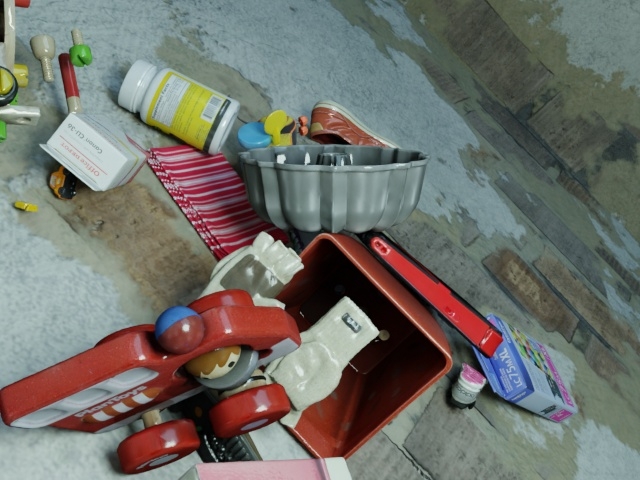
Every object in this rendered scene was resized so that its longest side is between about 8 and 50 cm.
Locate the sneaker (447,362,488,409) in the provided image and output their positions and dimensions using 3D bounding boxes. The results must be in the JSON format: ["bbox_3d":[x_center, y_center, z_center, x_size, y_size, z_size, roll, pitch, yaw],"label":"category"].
[{"bbox_3d":[0.289,0.295,1.428,0.063,0.074,0.170,32,7,15],"label":"sneaker"}]

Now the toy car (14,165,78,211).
[{"bbox_3d":[-0.422,-0.086,1.103,0.041,0.060,0.122,16,20,17],"label":"toy car"}]

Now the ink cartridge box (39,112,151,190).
[{"bbox_3d":[-0.358,-0.145,1.157,0.115,0.067,0.198,39,8,-7],"label":"ink cartridge box"}]

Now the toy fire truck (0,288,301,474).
[{"bbox_3d":[-0.179,0.154,0.842,0.254,0.302,0.169,55,12,-70],"label":"toy fire truck"}]

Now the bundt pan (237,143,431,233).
[{"bbox_3d":[0.023,-0.090,1.240,0.331,0.124,0.331,0,14,0],"label":"bundt pan"}]

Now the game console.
[{"bbox_3d":[0.172,0.063,1.400,0.342,0.060,0.386,38,4,-16],"label":"game console"}]

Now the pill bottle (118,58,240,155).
[{"bbox_3d":[-0.272,-0.259,1.382,0.209,0.119,0.119,26,34,-4],"label":"pill bottle"}]

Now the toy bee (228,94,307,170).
[{"bbox_3d":[-0.092,-0.206,1.460,0.162,0.195,0.298,-14,70,-12],"label":"toy bee"}]

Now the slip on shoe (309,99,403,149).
[{"bbox_3d":[0.104,-0.220,1.791,0.331,0.123,0.101,32,66,-26],"label":"slip on shoe"}]

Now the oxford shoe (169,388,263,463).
[{"bbox_3d":[-0.134,0.246,1.005,0.227,0.083,0.096,54,30,15],"label":"oxford shoe"}]

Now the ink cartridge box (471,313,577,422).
[{"bbox_3d":[0.432,0.273,1.549,0.311,0.065,0.185,27,34,-41],"label":"ink cartridge box"}]

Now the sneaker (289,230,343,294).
[{"bbox_3d":[0.000,0.000,1.414,0.083,0.098,0.223,5,48,-44],"label":"sneaker"}]

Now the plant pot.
[{"bbox_3d":[0.043,0.148,1.164,0.267,0.267,0.236,46,19,5],"label":"plant pot"}]

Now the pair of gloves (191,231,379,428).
[{"bbox_3d":[-0.066,0.123,1.018,0.240,0.204,0.042,40,-6,0],"label":"pair of gloves"}]

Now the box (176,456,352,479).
[{"bbox_3d":[-0.076,0.356,0.875,0.232,0.148,0.126,12,43,-40],"label":"box"}]

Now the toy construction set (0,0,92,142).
[{"bbox_3d":[-0.480,-0.232,1.099,0.309,0.258,0.237,7,63,-57],"label":"toy construction set"}]

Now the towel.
[{"bbox_3d":[-0.192,-0.081,1.365,0.275,0.031,0.199,52,33,14],"label":"towel"}]
